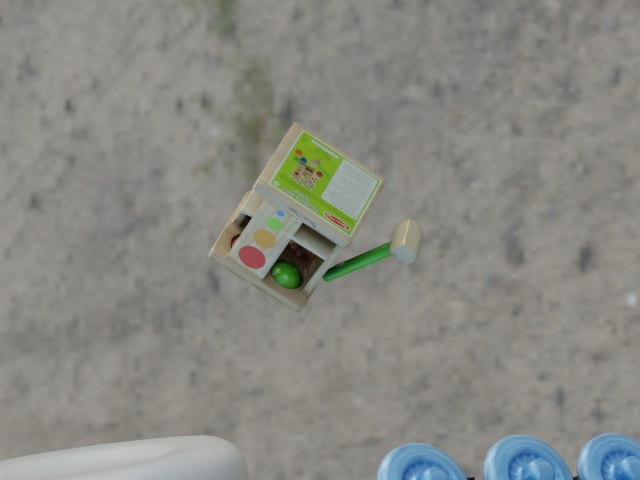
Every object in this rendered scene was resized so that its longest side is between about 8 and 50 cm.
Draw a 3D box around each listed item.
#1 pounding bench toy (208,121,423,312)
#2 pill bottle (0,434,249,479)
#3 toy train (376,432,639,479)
[{"bbox_3d":[0.000,0.000,0.940,0.065,0.083,0.052,-55,4,42],"label":"pounding bench toy"},{"bbox_3d":[-0.109,0.285,1.078,0.188,0.188,0.334,-7,92,56],"label":"pill bottle"},{"bbox_3d":[0.082,0.140,0.816,0.080,0.184,0.105,-51,47,49],"label":"toy train"}]
